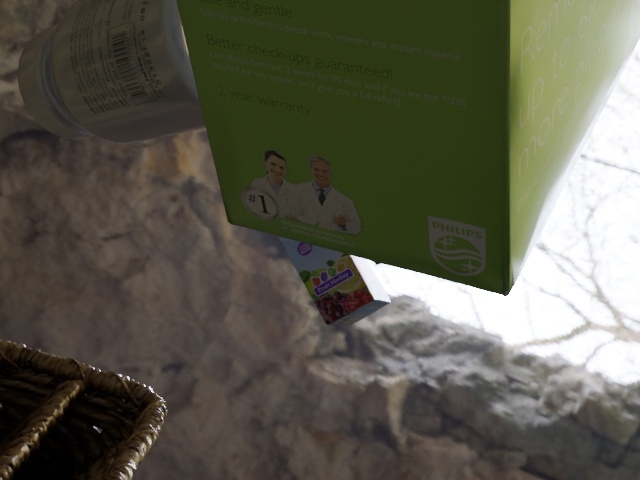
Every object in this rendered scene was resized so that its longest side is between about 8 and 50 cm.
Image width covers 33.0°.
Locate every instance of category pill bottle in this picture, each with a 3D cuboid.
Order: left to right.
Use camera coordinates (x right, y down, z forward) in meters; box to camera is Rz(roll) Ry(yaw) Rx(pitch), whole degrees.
[{"bbox_3d":[-0.144,-0.149,0.889,0.131,0.229,0.131,6,-98,-46],"label":"pill bottle"}]

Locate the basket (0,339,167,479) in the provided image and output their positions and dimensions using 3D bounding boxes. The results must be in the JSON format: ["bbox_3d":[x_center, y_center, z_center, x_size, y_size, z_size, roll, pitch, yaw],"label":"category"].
[{"bbox_3d":[-0.282,0.161,0.819,0.223,0.213,0.299,-40,5,12],"label":"basket"}]

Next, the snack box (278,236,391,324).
[{"bbox_3d":[0.000,0.000,1.315,0.070,0.207,0.174,-29,-10,7],"label":"snack box"}]

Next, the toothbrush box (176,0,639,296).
[{"bbox_3d":[0.043,-0.158,0.360,0.206,0.122,0.283,-55,-32,-38],"label":"toothbrush box"}]
